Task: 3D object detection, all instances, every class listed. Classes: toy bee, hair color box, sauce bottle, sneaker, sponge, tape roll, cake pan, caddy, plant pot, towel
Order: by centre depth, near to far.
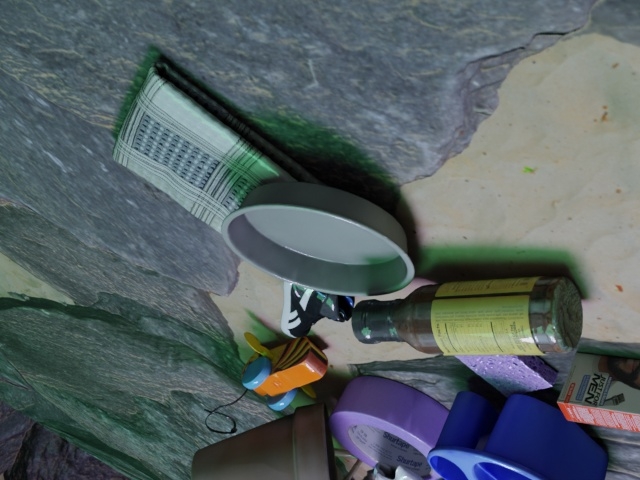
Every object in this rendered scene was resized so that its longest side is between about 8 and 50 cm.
[{"bbox_3d":[0.438,0.220,1.289,0.167,0.093,0.053,2,140,39],"label":"hair color box"},{"bbox_3d":[0.201,0.111,1.301,0.345,0.111,0.111,-4,135,40],"label":"sauce bottle"},{"bbox_3d":[0.000,0.000,1.334,0.293,0.054,0.293,13,156,6],"label":"cake pan"},{"bbox_3d":[-0.169,-0.101,1.402,0.324,0.056,0.312,36,150,-9],"label":"towel"},{"bbox_3d":[0.267,0.176,1.441,0.210,0.031,0.117,38,150,-11],"label":"sponge"},{"bbox_3d":[0.338,0.401,1.536,0.241,0.179,0.341,-8,140,47],"label":"caddy"},{"bbox_3d":[-0.001,0.125,1.561,0.121,0.079,0.216,24,148,16],"label":"sneaker"},{"bbox_3d":[0.156,0.388,1.805,0.275,0.090,0.274,23,150,14],"label":"tape roll"},{"bbox_3d":[-0.109,0.256,1.821,0.299,0.162,0.195,-13,124,19],"label":"toy bee"},{"bbox_3d":[-0.107,0.509,1.830,0.281,0.323,0.323,-8,142,3],"label":"plant pot"},{"bbox_3d":[0.136,0.497,1.839,0.094,0.080,0.212,47,142,-3],"label":"sneaker"}]

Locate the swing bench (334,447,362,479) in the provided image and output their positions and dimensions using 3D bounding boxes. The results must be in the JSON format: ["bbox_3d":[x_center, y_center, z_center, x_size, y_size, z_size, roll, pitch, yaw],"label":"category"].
[{"bbox_3d":[-0.016,0.603,2.133,0.255,0.165,0.253,17,127,23],"label":"swing bench"}]
